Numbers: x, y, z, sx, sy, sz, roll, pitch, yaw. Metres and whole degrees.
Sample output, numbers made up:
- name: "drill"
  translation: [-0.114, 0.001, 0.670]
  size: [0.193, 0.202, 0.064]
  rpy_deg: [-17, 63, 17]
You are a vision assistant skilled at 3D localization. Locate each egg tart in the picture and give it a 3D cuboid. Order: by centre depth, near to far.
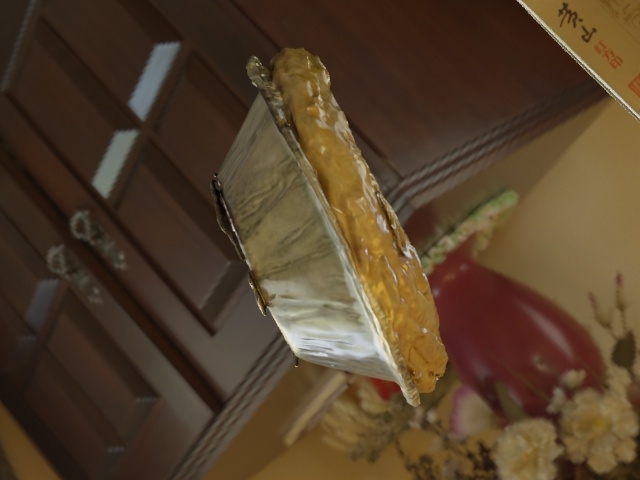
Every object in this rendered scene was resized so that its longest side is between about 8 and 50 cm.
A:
- name: "egg tart"
  translation: [0.000, 0.000, 0.642]
  size: [0.094, 0.234, 0.234]
  rpy_deg: [-26, 168, 1]

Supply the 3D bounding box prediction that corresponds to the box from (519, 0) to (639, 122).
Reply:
- name: "box"
  translation: [0.261, -0.167, 0.791]
  size: [0.141, 0.201, 0.058]
  rpy_deg: [-47, -167, 18]
